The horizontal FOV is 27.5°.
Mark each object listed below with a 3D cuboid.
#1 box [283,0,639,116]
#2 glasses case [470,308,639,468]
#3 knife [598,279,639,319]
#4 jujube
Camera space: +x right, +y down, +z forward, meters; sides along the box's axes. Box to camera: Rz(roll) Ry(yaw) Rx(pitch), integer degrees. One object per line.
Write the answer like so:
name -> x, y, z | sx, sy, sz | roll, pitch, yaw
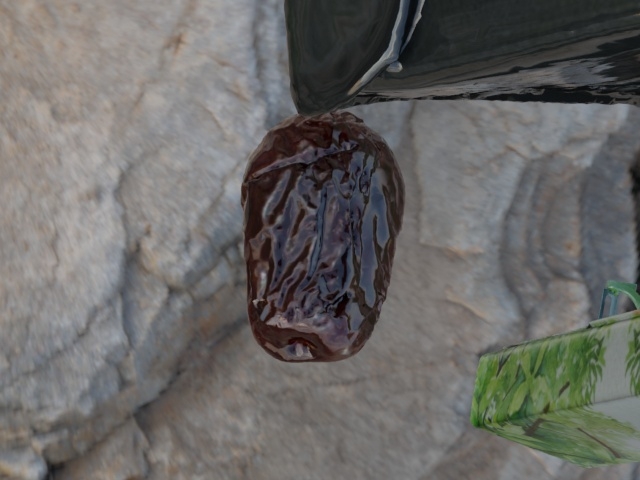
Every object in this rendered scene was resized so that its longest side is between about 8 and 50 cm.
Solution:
box -> 0.131, -0.222, 0.420 | 0.251, 0.204, 0.345 | -5, 89, -45
glasses case -> 0.199, 0.064, 0.666 | 0.095, 0.272, 0.062 | 24, 64, -27
knife -> 0.283, 0.085, 0.972 | 0.166, 0.022, 0.078 | 19, 66, -4
jujube -> 0.000, 0.000, 1.633 | 0.216, 0.342, 0.216 | 3, 140, 2
